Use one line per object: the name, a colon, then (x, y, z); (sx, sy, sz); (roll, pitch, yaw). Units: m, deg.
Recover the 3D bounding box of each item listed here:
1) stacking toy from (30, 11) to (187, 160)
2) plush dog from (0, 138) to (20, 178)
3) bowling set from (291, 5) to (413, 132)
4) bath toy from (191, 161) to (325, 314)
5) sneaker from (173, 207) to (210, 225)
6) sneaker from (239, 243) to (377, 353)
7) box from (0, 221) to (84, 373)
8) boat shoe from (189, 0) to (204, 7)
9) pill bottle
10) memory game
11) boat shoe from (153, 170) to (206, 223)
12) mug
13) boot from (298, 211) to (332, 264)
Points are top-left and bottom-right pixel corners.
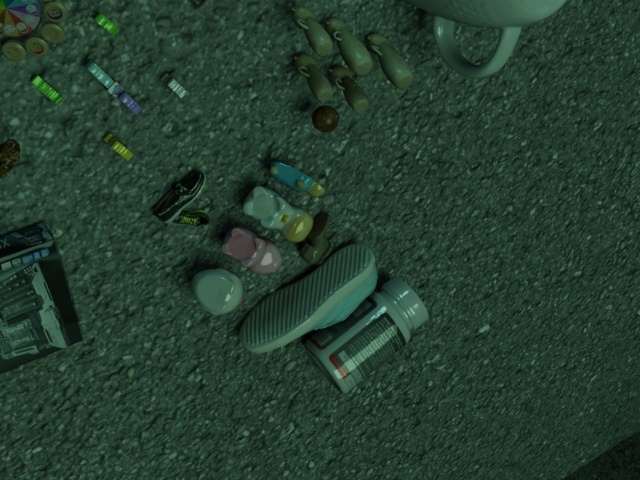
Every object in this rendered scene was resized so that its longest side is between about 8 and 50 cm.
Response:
stacking toy: (-0.356, -0.261, 1.397); (0.167, 0.052, 0.221); (-48, 134, -1)
plush dog: (-0.588, -0.167, 1.230); (0.263, 0.210, 0.225); (-6, 141, -1)
bowling set: (0.017, -0.331, 1.591); (0.287, 0.154, 0.200); (14, 127, -43)
bath toy: (-0.131, 0.005, 1.694); (0.151, 0.129, 0.348); (35, 93, 0)
sneaker: (-0.258, -0.045, 1.620); (0.083, 0.035, 0.031); (-5, 120, -34)
sneaker: (-0.010, 0.166, 1.874); (0.366, 0.135, 0.150); (-32, 135, -10)
box: (-0.604, 0.130, 1.448); (0.307, 0.076, 0.242); (-21, 129, -25)
boat shoe: (-0.257, -0.436, 1.347); (0.183, 0.066, 0.066); (13, 111, -41)
pill bottle: (0.116, 0.227, 1.984); (0.283, 0.161, 0.161); (-37, 133, -11)
memory game: (-0.474, -0.346, 1.217); (0.186, 0.012, 0.186); (-3, 138, -3)
boat shoe: (-0.274, -0.089, 1.575); (0.125, 0.046, 0.038); (-44, 140, 7)
mug: (0.305, -0.496, 1.540); (0.276, 0.328, 0.374); (-13, 125, -30)
boot: (0.000, 0.000, 1.842); (0.118, 0.042, 0.087); (-51, 141, 4)
